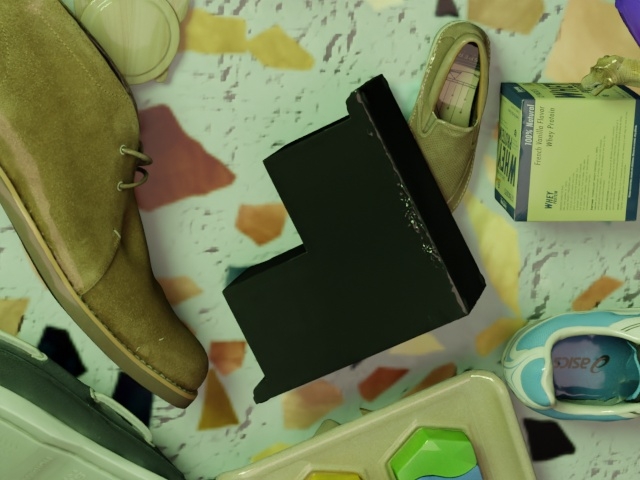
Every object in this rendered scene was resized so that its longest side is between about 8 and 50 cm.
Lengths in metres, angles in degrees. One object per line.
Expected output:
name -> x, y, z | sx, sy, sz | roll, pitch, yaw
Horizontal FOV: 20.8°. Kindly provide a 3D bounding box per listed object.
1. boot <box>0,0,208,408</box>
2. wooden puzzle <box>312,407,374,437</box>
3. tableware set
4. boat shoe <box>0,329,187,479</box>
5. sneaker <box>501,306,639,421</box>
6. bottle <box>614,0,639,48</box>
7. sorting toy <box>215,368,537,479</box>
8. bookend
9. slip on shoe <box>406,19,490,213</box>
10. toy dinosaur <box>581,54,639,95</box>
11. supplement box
boot -> -0.139, -0.027, 1.079 | 0.115, 0.112, 0.305 | -35, 113, -5
wooden puzzle -> 0.017, 0.166, 1.212 | 0.079, 0.014, 0.116 | 25, 102, -15
tableware set -> -0.165, -0.164, 1.083 | 0.169, 0.020, 0.141 | -3, 109, -9
boat shoe -> -0.153, 0.147, 1.134 | 0.114, 0.091, 0.302 | -31, 129, 16
sneaker -> 0.243, 0.082, 1.183 | 0.237, 0.086, 0.085 | -8, 106, -7
bottle -> 0.241, -0.175, 1.100 | 0.118, 0.092, 0.282 | -10, 108, 1
sorting toy -> 0.053, 0.205, 1.204 | 0.208, 0.038, 0.193 | -21, 116, -1
bookend -> 0.000, 0.000, 1.122 | 0.157, 0.072, 0.156 | -25, 96, 19
slip on shoe -> 0.083, -0.074, 1.134 | 0.051, 0.041, 0.135 | 12, 104, -12
toy dinosaur -> 0.247, -0.116, 1.042 | 0.183, 0.053, 0.092 | -31, 103, 16
supplement box -> 0.162, -0.059, 1.143 | 0.083, 0.056, 0.083 | -1, 107, -9
